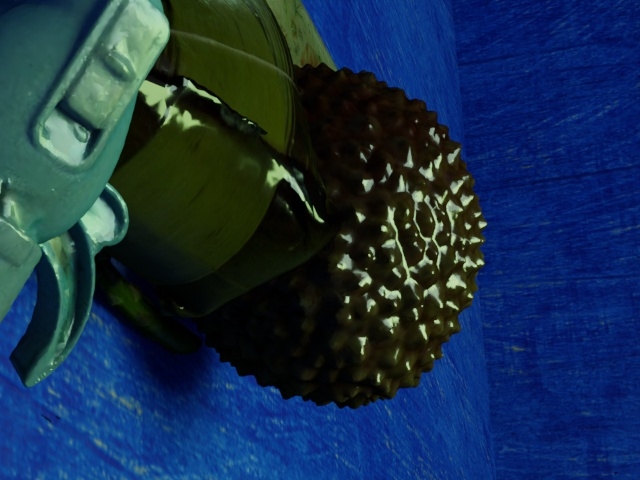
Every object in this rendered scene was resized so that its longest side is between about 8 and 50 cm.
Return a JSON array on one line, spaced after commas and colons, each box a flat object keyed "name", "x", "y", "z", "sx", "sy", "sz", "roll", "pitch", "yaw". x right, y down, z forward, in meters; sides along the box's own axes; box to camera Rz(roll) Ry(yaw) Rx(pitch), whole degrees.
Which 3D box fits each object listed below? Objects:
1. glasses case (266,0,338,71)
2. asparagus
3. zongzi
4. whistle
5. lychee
[{"name": "glasses case", "x": -0.029, "y": -0.137, "z": 1.346, "sx": 0.425, "sy": 0.098, "sz": 0.156, "roll": 55, "pitch": 32, "yaw": -62}, {"name": "asparagus", "x": -0.134, "y": 0.037, "z": 0.956, "sx": 0.236, "sy": 0.027, "sz": 0.034, "roll": 57, "pitch": 23, "yaw": -59}, {"name": "zongzi", "x": -0.124, "y": -0.143, "z": 0.858, "sx": 0.289, "sy": 0.154, "sz": 0.317, "roll": 43, "pitch": 31, "yaw": -52}, {"name": "whistle", "x": -0.151, "y": -0.028, "z": 0.618, "sx": 0.186, "sy": 0.093, "sz": 0.274, "roll": 41, "pitch": 73, "yaw": -43}, {"name": "lychee", "x": 0.000, "y": 0.000, "z": 1.049, "sx": 0.267, "sy": 0.267, "sz": 0.267, "roll": -8, "pitch": 90, "yaw": -77}]
